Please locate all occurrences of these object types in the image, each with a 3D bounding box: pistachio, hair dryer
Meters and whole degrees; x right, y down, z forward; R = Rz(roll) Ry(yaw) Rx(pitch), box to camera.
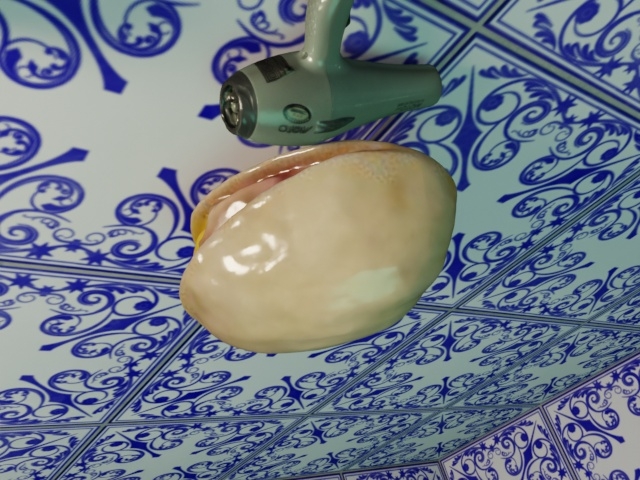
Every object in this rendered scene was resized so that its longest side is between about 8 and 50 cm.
[{"bbox_3d":[0.000,0.000,0.709,0.308,0.230,0.230,-14,150,11],"label":"pistachio"},{"bbox_3d":[0.052,-0.191,0.585,0.229,0.092,0.267,1,135,-42],"label":"hair dryer"}]
